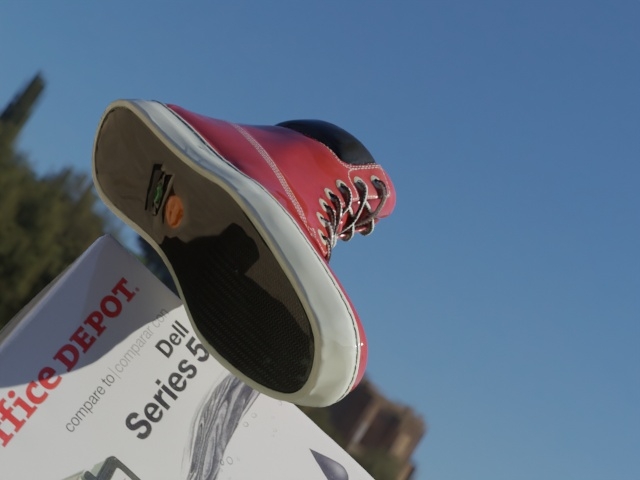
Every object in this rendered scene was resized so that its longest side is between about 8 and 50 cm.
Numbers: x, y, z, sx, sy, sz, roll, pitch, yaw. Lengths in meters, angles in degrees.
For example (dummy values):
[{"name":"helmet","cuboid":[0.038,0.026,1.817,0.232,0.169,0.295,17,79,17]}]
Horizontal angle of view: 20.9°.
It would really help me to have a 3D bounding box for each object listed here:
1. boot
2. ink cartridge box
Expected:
[{"name":"boot","cuboid":[0.000,0.000,0.966,0.176,0.088,0.244,2,33,-36]},{"name":"ink cartridge box","cuboid":[-0.090,0.163,0.927,0.273,0.198,0.115,43,-47,-7]}]
